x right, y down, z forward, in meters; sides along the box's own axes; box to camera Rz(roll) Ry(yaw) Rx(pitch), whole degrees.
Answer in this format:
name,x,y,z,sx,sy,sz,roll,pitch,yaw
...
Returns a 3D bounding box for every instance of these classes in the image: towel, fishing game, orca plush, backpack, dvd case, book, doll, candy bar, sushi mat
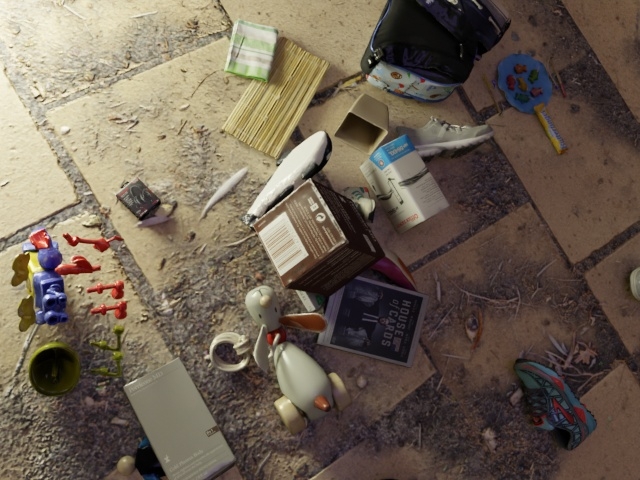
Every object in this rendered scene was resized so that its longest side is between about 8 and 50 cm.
name,x,y,z,sx,sy,sz,roll,pitch,yaw
towel,-0.170,-0.474,1.386,0.113,0.023,0.152,10,72,-5
fishing game,0.595,-0.460,1.607,0.264,0.041,0.189,-16,85,-19
orca plush,-0.055,-0.119,1.310,0.102,0.151,0.287,47,63,-35
backpack,0.255,-0.479,1.424,0.263,0.213,0.277,24,78,-1
dvd case,0.124,0.184,1.307,0.238,0.029,0.179,16,85,-10
book,-0.045,0.088,1.267,0.035,0.096,0.144,-31,89,15
doll,-0.313,0.445,1.132,0.189,0.046,0.129,-4,72,-16
candy bar,0.662,-0.320,1.600,0.040,0.018,0.161,-29,91,-20
sushi mat,-0.104,-0.359,1.391,0.151,0.019,0.317,30,71,-7

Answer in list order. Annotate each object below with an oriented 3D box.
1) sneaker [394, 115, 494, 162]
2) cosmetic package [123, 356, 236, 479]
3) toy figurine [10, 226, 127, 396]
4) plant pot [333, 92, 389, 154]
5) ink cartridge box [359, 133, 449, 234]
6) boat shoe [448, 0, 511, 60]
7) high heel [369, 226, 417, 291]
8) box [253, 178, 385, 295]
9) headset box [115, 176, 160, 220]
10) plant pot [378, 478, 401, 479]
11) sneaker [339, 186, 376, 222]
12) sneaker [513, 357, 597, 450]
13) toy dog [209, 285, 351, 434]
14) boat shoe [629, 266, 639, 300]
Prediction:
name,x,y,z,sx,sy,sz,roll,pitch,yaw
sneaker,0.325,-0.277,1.451,0.281,0.105,0.115,-13,82,-18
cosmetic package,-0.277,0.368,1.098,0.127,0.107,0.238,-28,72,-25
toy figurine,-0.514,0.100,1.115,0.191,0.217,0.363,-12,125,-32
plant pot,0.112,-0.300,1.401,0.109,0.109,0.096,26,59,-9
ink cartridge box,0.201,-0.131,1.359,0.086,0.148,0.203,-29,86,-21
boat shoe,0.366,-0.644,1.533,0.340,0.127,0.158,33,63,-7
high heel,0.125,0.065,1.348,0.117,0.082,0.244,-40,110,16
box,0.000,0.000,1.194,0.167,0.203,0.168,-38,66,18
headset box,-0.406,-0.095,1.237,0.083,0.032,0.062,46,70,-4
plant pot,0.172,0.634,1.139,0.236,0.236,0.212,48,63,-1
sneaker,0.083,-0.086,1.326,0.075,0.161,0.057,3,116,-8
sneaker,0.560,0.405,1.365,0.125,0.104,0.262,-43,91,-18
toy dog,-0.060,0.258,1.188,0.333,0.161,0.220,43,70,-3
boat shoe,1.013,0.117,1.561,0.320,0.103,0.118,3,77,-16
